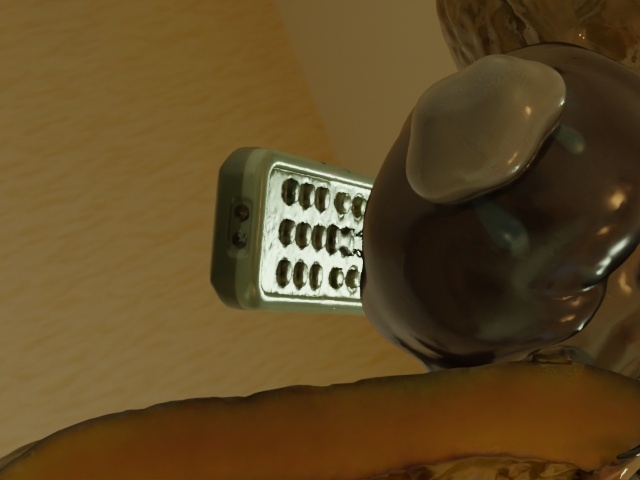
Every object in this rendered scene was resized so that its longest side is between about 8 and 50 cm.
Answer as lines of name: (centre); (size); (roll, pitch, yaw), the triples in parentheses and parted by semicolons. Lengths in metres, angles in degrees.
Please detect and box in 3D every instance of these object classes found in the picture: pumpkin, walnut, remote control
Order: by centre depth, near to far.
pumpkin: (-0.008, 0.150, 0.463); (0.139, 0.280, 0.190); (87, -2, -66)
remote control: (0.000, 0.000, 1.232); (0.065, 0.335, 0.128); (2, -93, 25)
walnut: (0.220, -0.198, 1.261); (0.261, 0.225, 0.225); (58, -40, 8)

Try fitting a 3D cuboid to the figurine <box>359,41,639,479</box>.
figurine: (0.176, 0.051, 0.840); (0.365, 0.206, 0.218); (47, -49, -3)
